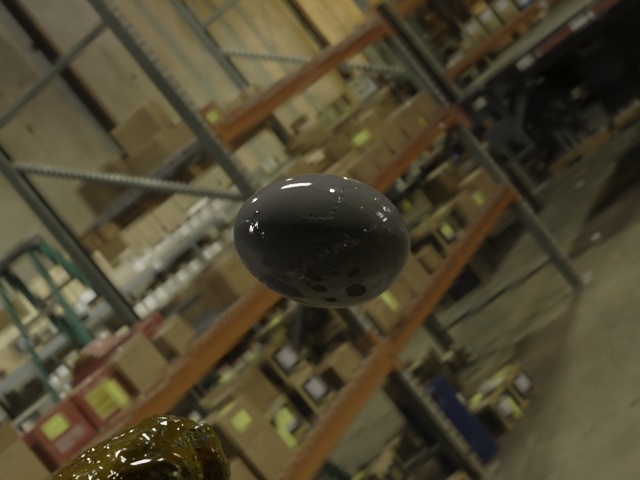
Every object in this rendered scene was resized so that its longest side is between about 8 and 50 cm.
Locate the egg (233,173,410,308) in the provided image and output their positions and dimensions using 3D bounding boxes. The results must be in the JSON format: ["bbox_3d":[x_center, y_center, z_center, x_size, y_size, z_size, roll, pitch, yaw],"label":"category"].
[{"bbox_3d":[0.000,0.000,1.482,0.199,0.146,0.146,5,18,15],"label":"egg"}]

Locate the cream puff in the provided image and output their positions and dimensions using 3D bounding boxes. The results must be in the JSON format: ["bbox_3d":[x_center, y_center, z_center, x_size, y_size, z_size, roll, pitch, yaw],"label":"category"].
[{"bbox_3d":[-0.219,0.312,1.647,0.244,0.196,0.244,-2,18,0],"label":"cream puff"}]
